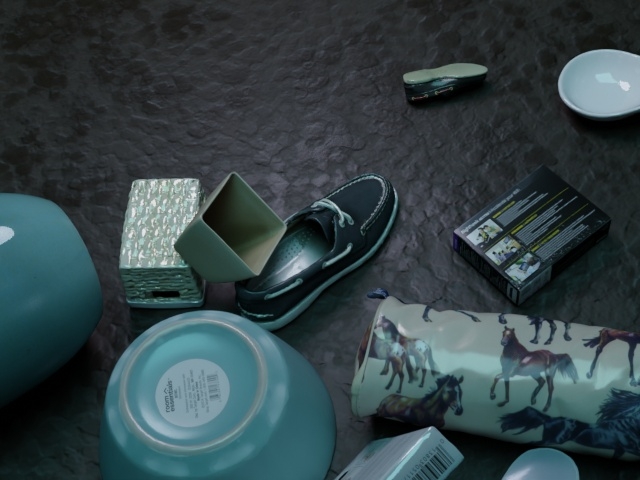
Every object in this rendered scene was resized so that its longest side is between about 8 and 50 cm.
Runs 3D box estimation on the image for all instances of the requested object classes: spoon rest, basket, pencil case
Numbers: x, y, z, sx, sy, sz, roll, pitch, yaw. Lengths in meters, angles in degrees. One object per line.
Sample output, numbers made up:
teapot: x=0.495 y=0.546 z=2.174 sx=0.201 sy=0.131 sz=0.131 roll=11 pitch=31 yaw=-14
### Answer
spoon rest: x=0.493 y=-0.219 z=1.537 sx=0.277 sy=0.084 sz=0.137 roll=16 pitch=60 yaw=15
basket: x=-0.219 y=0.001 z=1.465 sx=0.113 sy=0.103 sz=0.167 roll=-1 pitch=56 yaw=5
pencil case: x=0.250 y=0.162 z=1.268 sx=0.411 sy=0.159 sz=0.183 roll=7 pitch=31 yaw=11

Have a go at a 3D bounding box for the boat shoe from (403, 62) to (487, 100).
boat shoe: x=0.196 y=-0.248 z=1.619 sx=0.133 sy=0.042 sz=0.049 roll=-10 pitch=31 yaw=-1

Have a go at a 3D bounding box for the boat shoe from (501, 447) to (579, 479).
boat shoe: x=0.191 y=0.373 z=1.171 sx=0.113 sy=0.105 sz=0.306 roll=21 pitch=53 yaw=32

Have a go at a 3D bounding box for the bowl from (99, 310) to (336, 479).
bowl: x=-0.142 y=0.210 z=1.284 sx=0.312 sy=0.163 sz=0.311 roll=-3 pitch=56 yaw=4

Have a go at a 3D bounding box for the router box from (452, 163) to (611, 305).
router box: x=0.295 y=-0.011 z=1.446 sx=0.179 sy=0.046 sz=0.133 roll=-35 pitch=59 yaw=-16

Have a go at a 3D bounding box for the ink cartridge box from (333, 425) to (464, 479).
ink cartridge box: x=0.048 y=0.301 z=1.182 sx=0.066 sy=0.232 sz=0.189 roll=46 pitch=69 yaw=5

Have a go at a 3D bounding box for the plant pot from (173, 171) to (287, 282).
plant pot: x=-0.129 y=-0.006 z=1.376 sx=0.096 sy=0.109 sz=0.109 roll=-29 pitch=21 yaw=40

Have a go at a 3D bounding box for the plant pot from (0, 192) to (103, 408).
plant pot: x=-0.430 y=0.070 z=1.349 sx=0.235 sy=0.293 sz=0.293 roll=-26 pitch=56 yaw=-30

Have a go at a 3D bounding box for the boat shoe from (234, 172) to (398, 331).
boat shoe: x=0.000 y=0.000 z=1.445 sx=0.114 sy=0.091 sz=0.302 roll=29 pitch=64 yaw=26
